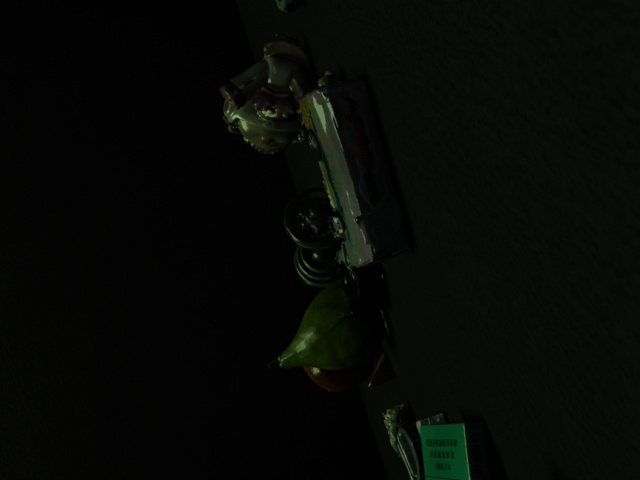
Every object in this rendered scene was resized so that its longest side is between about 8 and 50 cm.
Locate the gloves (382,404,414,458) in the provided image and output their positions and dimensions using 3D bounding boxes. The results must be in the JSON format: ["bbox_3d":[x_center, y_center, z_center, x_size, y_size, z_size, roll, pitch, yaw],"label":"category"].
[{"bbox_3d":[0.221,0.516,1.656,0.114,0.071,0.153,13,-121,-75],"label":"gloves"}]

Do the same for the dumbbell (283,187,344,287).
[{"bbox_3d":[0.000,0.000,1.733,0.406,0.179,0.179,80,171,-66],"label":"dumbbell"}]

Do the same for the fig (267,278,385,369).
[{"bbox_3d":[0.027,0.236,1.669,0.233,0.314,0.233,48,-154,-32],"label":"fig"}]

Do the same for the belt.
[{"bbox_3d":[0.095,0.089,1.477,0.198,0.078,0.151,85,163,-45],"label":"belt"}]

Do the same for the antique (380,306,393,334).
[{"bbox_3d":[0.144,0.139,1.541,0.031,0.015,0.191,-163,55,-84],"label":"antique"}]

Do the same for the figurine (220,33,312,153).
[{"bbox_3d":[-0.112,-0.352,1.616,0.210,0.253,0.361,-64,5,-12],"label":"figurine"}]

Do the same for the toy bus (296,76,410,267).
[{"bbox_3d":[0.062,-0.109,1.053,0.138,0.113,0.316,-173,64,-74],"label":"toy bus"}]

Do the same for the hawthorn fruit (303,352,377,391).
[{"bbox_3d":[0.064,0.370,1.999,0.300,0.254,0.254,74,176,-59],"label":"hawthorn fruit"}]

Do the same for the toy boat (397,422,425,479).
[{"bbox_3d":[0.231,0.494,1.465,0.283,0.078,0.127,81,171,-59],"label":"toy boat"}]

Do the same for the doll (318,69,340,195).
[{"bbox_3d":[0.027,-0.193,1.240,0.117,0.086,0.291,-68,-26,-46],"label":"doll"}]

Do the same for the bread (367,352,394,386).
[{"bbox_3d":[0.183,0.382,1.790,0.062,0.108,0.043,27,170,9],"label":"bread"}]

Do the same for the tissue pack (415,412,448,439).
[{"bbox_3d":[0.227,0.391,1.221,0.074,0.059,0.094,81,171,-73],"label":"tissue pack"}]

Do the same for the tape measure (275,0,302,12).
[{"bbox_3d":[-0.070,-0.528,1.313,0.094,0.054,0.091,160,91,-76],"label":"tape measure"}]

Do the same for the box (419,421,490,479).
[{"bbox_3d":[0.213,0.400,0.967,0.161,0.042,0.226,131,138,-68],"label":"box"}]
